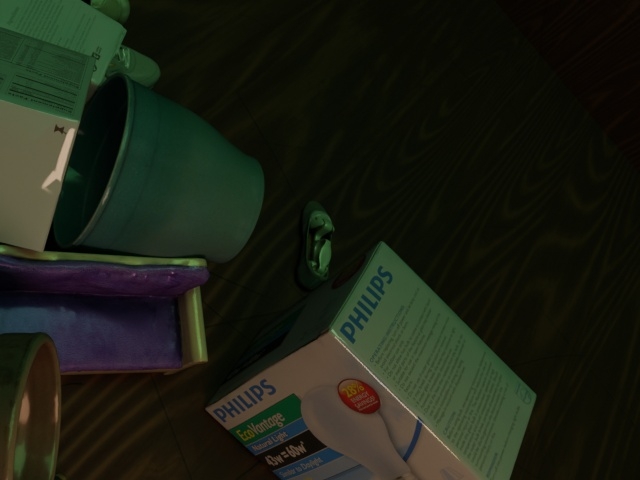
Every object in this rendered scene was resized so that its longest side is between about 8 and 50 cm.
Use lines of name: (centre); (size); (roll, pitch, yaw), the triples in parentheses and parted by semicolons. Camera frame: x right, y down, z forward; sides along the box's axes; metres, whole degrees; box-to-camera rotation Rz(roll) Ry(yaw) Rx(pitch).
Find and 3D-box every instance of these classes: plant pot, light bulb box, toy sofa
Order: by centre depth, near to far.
plant pot: (-0.444, 0.234, 0.965); (0.229, 0.263, 0.263); (4, 59, -7)
toy sofa: (-0.338, 0.113, 1.194); (0.363, 0.177, 0.150); (5, 68, -38)
plant pot: (-0.236, -0.083, 1.268); (0.255, 0.272, 0.271); (19, 54, -31)
light bulb box: (0.077, 0.259, 1.328); (0.361, 0.358, 0.225); (45, 43, -8)

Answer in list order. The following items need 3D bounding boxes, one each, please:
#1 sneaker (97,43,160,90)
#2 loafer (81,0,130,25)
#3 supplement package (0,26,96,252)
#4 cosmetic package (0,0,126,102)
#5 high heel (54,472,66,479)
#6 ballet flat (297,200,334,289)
sneaker: (-0.396, -0.337, 1.468); (0.263, 0.121, 0.099); (9, 60, -36)
loafer: (-0.453, -0.521, 1.547); (0.092, 0.102, 0.268); (-25, 82, -51)
supplement package: (-0.436, -0.151, 1.120); (0.198, 0.199, 0.262); (16, 25, -18)
cosmetic package: (-0.535, -0.328, 1.283); (0.385, 0.217, 0.156); (31, 47, -24)
high heel: (-0.328, 0.438, 1.076); (0.261, 0.093, 0.186); (48, 40, -5)
ballet flat: (0.000, 0.000, 1.629); (0.072, 0.068, 0.213); (27, 50, -25)
